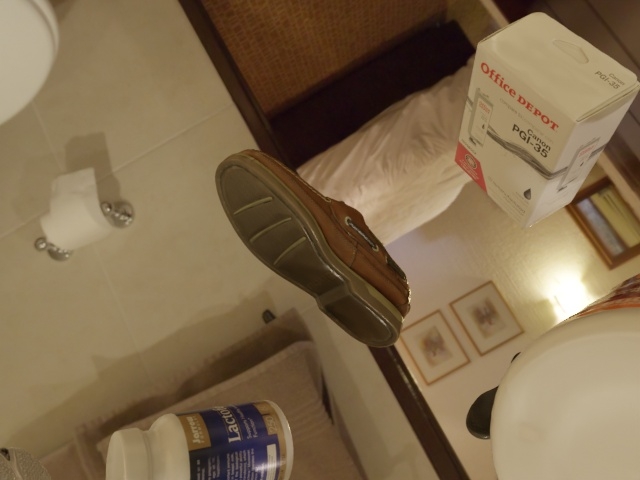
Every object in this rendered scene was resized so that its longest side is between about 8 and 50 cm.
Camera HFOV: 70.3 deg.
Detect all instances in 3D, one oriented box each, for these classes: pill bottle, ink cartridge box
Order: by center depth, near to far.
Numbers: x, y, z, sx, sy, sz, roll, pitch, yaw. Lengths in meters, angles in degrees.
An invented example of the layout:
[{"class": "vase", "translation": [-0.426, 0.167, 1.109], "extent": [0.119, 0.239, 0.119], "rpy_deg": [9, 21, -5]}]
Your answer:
[{"class": "pill bottle", "translation": [0.342, 0.139, 0.416], "extent": [0.392, 0.224, 0.224], "rpy_deg": [-7, 155, -45]}, {"class": "pill bottle", "translation": [-0.189, 0.349, 0.726], "extent": [0.264, 0.153, 0.153], "rpy_deg": [5, 148, -37]}, {"class": "ink cartridge box", "translation": [0.344, -0.184, 0.752], "extent": [0.117, 0.207, 0.283], "rpy_deg": [-30, 151, -8]}]

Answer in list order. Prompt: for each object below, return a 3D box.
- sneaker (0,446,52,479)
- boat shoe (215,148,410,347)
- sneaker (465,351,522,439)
[{"class": "sneaker", "translation": [-0.613, 0.379, 0.693], "extent": [0.210, 0.366, 0.137], "rpy_deg": [-39, -147, -18]}, {"class": "boat shoe", "translation": [0.000, 0.000, 0.572], "extent": [0.110, 0.307, 0.104], "rpy_deg": [-21, -152, 43]}, {"class": "sneaker", "translation": [0.421, 0.383, 1.020], "extent": [0.090, 0.145, 0.270], "rpy_deg": [18, -139, 42]}]
